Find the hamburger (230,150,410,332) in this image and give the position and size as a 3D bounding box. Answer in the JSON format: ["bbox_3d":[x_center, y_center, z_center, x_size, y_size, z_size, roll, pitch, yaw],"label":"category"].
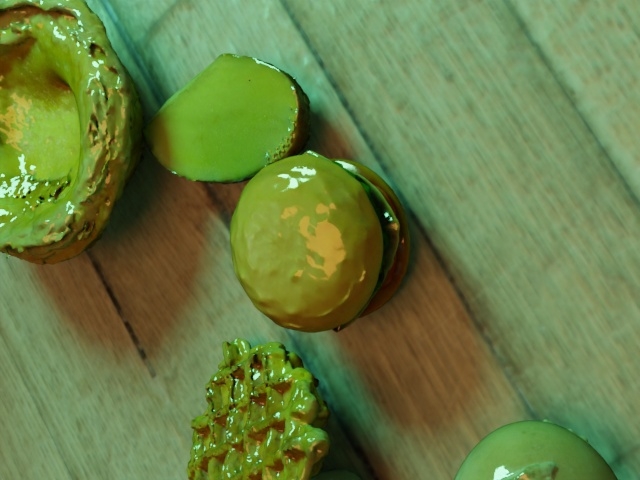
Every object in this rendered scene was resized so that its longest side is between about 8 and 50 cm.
[{"bbox_3d":[0.000,0.000,1.062,0.162,0.115,0.162,4,98,31],"label":"hamburger"}]

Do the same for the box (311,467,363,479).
[{"bbox_3d":[0.032,0.447,1.099,0.367,0.090,0.373,40,115,23],"label":"box"}]

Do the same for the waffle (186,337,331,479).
[{"bbox_3d":[-0.067,0.215,1.095,0.237,0.059,0.243,-64,27,14],"label":"waffle"}]

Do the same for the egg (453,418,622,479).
[{"bbox_3d":[0.168,0.242,0.951,0.164,0.164,0.201,-1,93,33],"label":"egg"}]

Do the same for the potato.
[{"bbox_3d":[-0.082,-0.111,1.145,0.198,0.054,0.119,-18,85,37],"label":"potato"}]

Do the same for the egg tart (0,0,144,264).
[{"bbox_3d":[-0.276,-0.120,1.230,0.288,0.118,0.288,4,98,35],"label":"egg tart"}]
